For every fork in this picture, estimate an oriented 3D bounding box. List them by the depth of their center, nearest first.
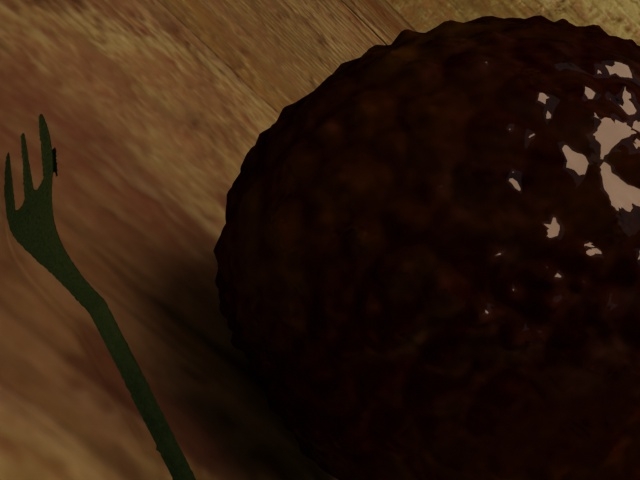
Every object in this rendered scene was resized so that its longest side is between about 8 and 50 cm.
[{"bbox_3d":[-0.087,0.041,0.351,0.021,0.039,0.235,4,49,-55],"label":"fork"}]

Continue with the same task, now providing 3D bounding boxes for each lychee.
[{"bbox_3d":[0.078,0.018,0.420,0.260,0.260,0.261,39,21,-18],"label":"lychee"}]
